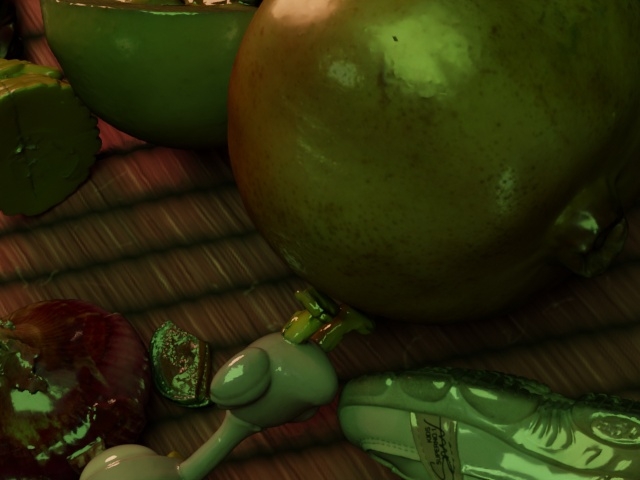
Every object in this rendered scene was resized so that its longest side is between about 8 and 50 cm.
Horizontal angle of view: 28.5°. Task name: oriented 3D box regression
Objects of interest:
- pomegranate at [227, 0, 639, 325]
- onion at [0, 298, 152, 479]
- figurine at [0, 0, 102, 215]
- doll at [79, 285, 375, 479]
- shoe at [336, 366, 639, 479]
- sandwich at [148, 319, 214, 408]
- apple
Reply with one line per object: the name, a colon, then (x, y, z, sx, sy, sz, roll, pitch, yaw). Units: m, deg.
pomegranate: (0.126, -0.111, 1.148, 0.417, 0.416, 0.416, -4, 70, 12)
onion: (-0.288, 0.144, 1.282, 0.230, 0.163, 0.230, -6, 47, 6)
figurine: (-0.392, -0.199, 1.448, 0.168, 0.187, 0.315, -39, 58, 3)
doll: (-0.101, 0.190, 1.209, 0.365, 0.160, 0.094, -41, 62, 14)
shoe: (0.171, 0.224, 1.149, 0.351, 0.172, 0.198, 8, 88, 26)
sandwich: (-0.150, 0.131, 1.335, 0.069, 0.026, 0.101, -12, 68, 11)
apple: (-0.135, -0.222, 1.339, 0.258, 0.233, 0.295, -4, 42, 23)
